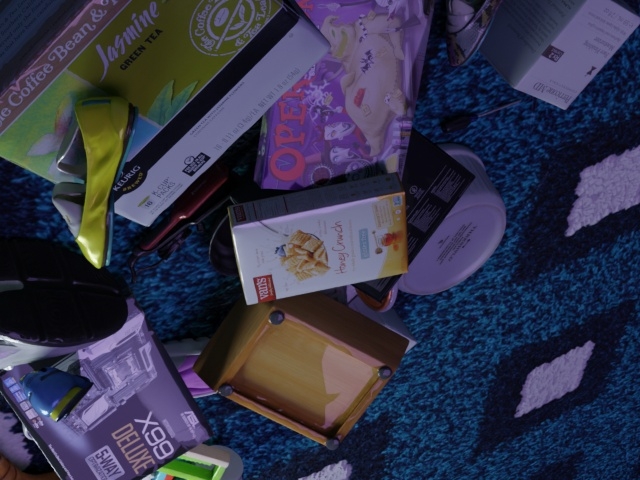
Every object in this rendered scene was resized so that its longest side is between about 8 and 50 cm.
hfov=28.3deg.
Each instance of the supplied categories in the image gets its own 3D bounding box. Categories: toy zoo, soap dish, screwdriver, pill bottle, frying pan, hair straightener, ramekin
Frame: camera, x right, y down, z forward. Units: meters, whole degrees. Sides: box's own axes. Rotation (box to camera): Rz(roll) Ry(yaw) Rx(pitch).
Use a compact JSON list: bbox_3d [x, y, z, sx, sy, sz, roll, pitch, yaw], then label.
[{"bbox_3d":[-0.306,0.466,2.316,0.192,0.030,0.293,18,124,-14],"label":"toy zoo"},{"bbox_3d":[-0.029,0.200,2.070,0.290,0.118,0.229,29,111,-20],"label":"soap dish"},{"bbox_3d":[0.271,-0.211,2.104,0.169,0.024,0.025,-22,172,-23],"label":"screwdriver"},{"bbox_3d":[-0.215,0.495,2.433,0.121,0.121,0.216,-11,138,-32],"label":"pill bottle"},{"bbox_3d":[-0.051,-0.070,1.960,0.326,0.053,0.197,-47,148,12],"label":"frying pan"},{"bbox_3d":[-0.200,-0.017,1.895,0.230,0.047,0.089,-47,145,7],"label":"hair straightener"},{"bbox_3d":[0.194,-0.025,2.164,0.272,0.127,0.273,-23,143,-18],"label":"ramekin"}]

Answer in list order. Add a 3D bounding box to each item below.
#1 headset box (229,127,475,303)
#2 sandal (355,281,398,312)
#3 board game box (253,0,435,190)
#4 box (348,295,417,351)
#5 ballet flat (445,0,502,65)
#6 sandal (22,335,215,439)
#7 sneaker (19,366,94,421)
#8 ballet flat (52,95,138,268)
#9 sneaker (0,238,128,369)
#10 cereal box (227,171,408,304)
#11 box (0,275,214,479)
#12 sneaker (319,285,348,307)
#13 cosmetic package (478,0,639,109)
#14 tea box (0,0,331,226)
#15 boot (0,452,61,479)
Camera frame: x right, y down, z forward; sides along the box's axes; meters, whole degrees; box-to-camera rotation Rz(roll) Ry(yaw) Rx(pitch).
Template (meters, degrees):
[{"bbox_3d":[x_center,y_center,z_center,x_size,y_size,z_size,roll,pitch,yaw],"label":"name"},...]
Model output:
[{"bbox_3d":[0.043,-0.083,1.874,0.283,0.131,0.246,30,99,-39],"label":"headset box"},{"bbox_3d":[0.067,-0.001,2.062,0.076,0.102,0.265,-25,122,-42],"label":"sandal"},{"bbox_3d":[0.036,-0.233,1.690,0.208,0.056,0.347,3,110,-17],"label":"board game box"},{"bbox_3d":[0.070,0.197,2.352,0.170,0.091,0.130,-43,145,11],"label":"box"},{"bbox_3d":[0.234,-0.362,1.855,0.079,0.077,0.221,24,111,-32],"label":"ballet flat"},{"bbox_3d":[-0.284,0.254,2.100,0.416,0.102,0.169,-16,141,-26],"label":"sandal"},{"bbox_3d":[-0.376,0.207,1.795,0.069,0.082,0.209,-53,180,-6],"label":"sneaker"},{"bbox_3d":[-0.255,-0.065,1.397,0.077,0.077,0.231,6,132,-15],"label":"ballet flat"},{"bbox_3d":[-0.505,0.138,1.766,0.447,0.169,0.257,-4,150,-40],"label":"sneaker"},{"bbox_3d":[0.000,0.000,1.759,0.240,0.047,0.173,-13,139,-4],"label":"cereal box"},{"bbox_3d":[-0.337,0.242,1.966,0.242,0.076,0.307,-30,122,-9],"label":"box"},{"bbox_3d":[0.019,0.123,2.167,0.114,0.152,0.305,-25,143,-13],"label":"sneaker"},{"bbox_3d":[0.348,-0.325,1.916,0.151,0.151,0.184,12,124,-47],"label":"cosmetic package"},{"bbox_3d":[-0.228,-0.238,1.455,0.329,0.220,0.323,-44,144,13],"label":"tea box"},{"bbox_3d":[-0.509,0.402,2.102,0.283,0.109,0.220,-18,138,-14],"label":"boot"}]
